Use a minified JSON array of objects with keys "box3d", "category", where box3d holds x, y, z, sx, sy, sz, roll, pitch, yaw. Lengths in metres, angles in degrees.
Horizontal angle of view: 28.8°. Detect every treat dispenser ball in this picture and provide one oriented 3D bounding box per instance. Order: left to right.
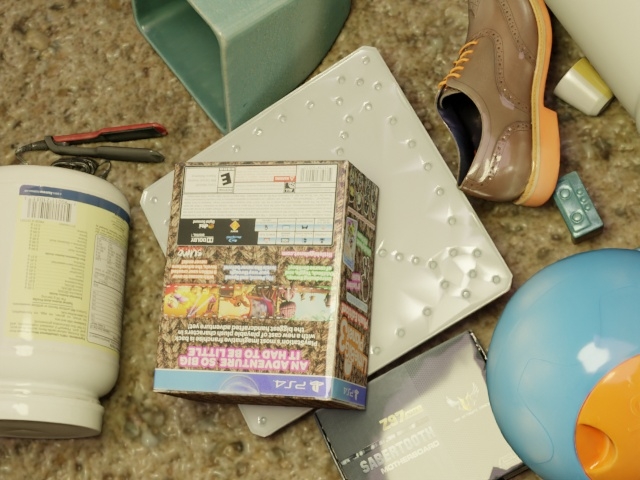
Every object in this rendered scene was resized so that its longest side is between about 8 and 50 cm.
[{"box3d":[0.334,0.152,1.422,0.288,0.288,0.288,-4,73,12],"category":"treat dispenser ball"}]

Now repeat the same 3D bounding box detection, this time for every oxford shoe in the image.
[{"box3d":[0.218,-0.222,1.616,0.133,0.130,0.363,3,65,-18],"category":"oxford shoe"}]

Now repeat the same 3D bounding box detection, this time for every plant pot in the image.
[{"box3d":[-0.096,-0.343,1.702,0.252,0.248,0.247,-33,69,-17],"category":"plant pot"}]

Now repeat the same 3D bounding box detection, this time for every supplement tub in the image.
[{"box3d":[-0.375,0.086,1.634,0.235,0.235,0.324,-2,74,12],"category":"supplement tub"}]

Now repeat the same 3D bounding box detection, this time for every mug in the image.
[{"box3d":[0.354,-0.202,1.640,0.064,0.078,0.062,43,42,12],"category":"mug"}]

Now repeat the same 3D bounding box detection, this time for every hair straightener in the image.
[{"box3d":[-0.331,-0.117,1.783,0.230,0.047,0.089,-2,73,13],"category":"hair straightener"}]

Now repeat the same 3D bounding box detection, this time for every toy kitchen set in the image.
[{"box3d":[0.410,-0.042,1.550,0.207,0.122,0.166,-24,70,5],"category":"toy kitchen set"}]

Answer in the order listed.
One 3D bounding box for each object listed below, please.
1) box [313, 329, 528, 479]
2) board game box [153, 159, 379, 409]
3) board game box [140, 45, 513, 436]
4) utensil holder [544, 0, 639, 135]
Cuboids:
[{"box3d":[0.132,0.246,1.563,0.233,0.059,0.183,-28,69,4],"category":"box"},{"box3d":[-0.062,0.057,1.553,0.232,0.141,0.291,1,78,20],"category":"board game box"},{"box3d":[0.000,0.000,1.648,0.390,0.050,0.390,-32,70,10],"category":"board game box"},{"box3d":[0.427,-0.348,1.516,0.328,0.327,0.385,-33,66,2],"category":"utensil holder"}]
